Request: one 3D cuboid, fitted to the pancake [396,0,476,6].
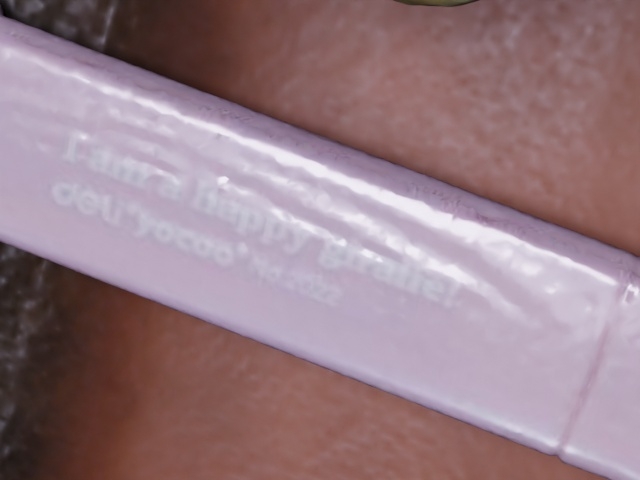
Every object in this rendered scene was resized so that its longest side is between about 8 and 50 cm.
[{"bbox_3d":[0.026,-0.169,0.413,0.212,0.029,0.235,-53,52,39],"label":"pancake"}]

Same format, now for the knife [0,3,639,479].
[{"bbox_3d":[0.000,0.000,0.546,0.398,0.038,0.132,20,110,5],"label":"knife"}]
